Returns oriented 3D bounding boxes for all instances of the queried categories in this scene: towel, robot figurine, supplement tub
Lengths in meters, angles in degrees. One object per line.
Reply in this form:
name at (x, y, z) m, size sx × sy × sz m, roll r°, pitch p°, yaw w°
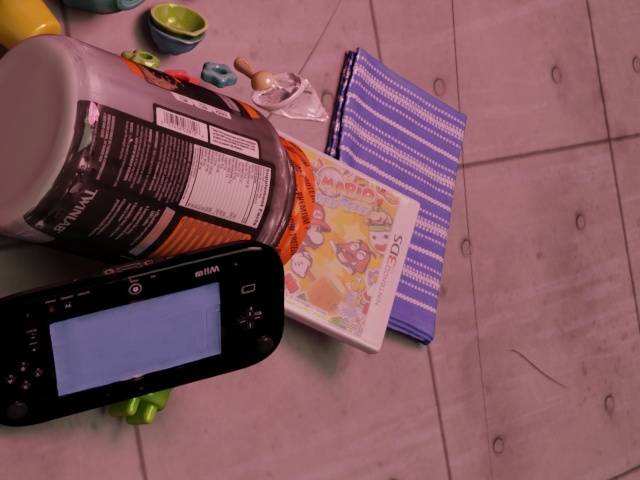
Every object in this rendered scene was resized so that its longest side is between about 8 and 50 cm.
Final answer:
towel at (0.094, -0.054, 2.007) m, size 0.243 × 0.040 × 0.336 m, roll 26°, pitch 66°, yaw -41°
robot figurine at (-0.189, 0.139, 1.673) m, size 0.101 × 0.067 × 0.115 m, roll 29°, pitch 64°, yaw -34°
supplement tub at (-0.179, -0.071, 1.612) m, size 0.338 × 0.207 × 0.207 m, roll 18°, pitch 72°, yaw -44°

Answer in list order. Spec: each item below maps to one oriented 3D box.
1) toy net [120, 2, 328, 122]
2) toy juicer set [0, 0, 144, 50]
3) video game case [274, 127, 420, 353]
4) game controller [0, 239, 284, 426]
toy net at (-0.097, -0.189, 1.728) m, size 0.122 × 0.232 × 0.045 m, roll -57°, pitch 170°, yaw -59°
toy juicer set at (-0.207, -0.322, 1.638) m, size 0.089 × 0.209 × 0.329 m, roll 43°, pitch 43°, yaw 17°
video game case at (0.000, 0.000, 1.867) m, size 0.227 × 0.026 × 0.206 m, roll 26°, pitch 66°, yaw -21°
game controller at (-0.187, 0.091, 1.569) m, size 0.319 × 0.067 × 0.166 m, roll -14°, pitch 140°, yaw -18°
